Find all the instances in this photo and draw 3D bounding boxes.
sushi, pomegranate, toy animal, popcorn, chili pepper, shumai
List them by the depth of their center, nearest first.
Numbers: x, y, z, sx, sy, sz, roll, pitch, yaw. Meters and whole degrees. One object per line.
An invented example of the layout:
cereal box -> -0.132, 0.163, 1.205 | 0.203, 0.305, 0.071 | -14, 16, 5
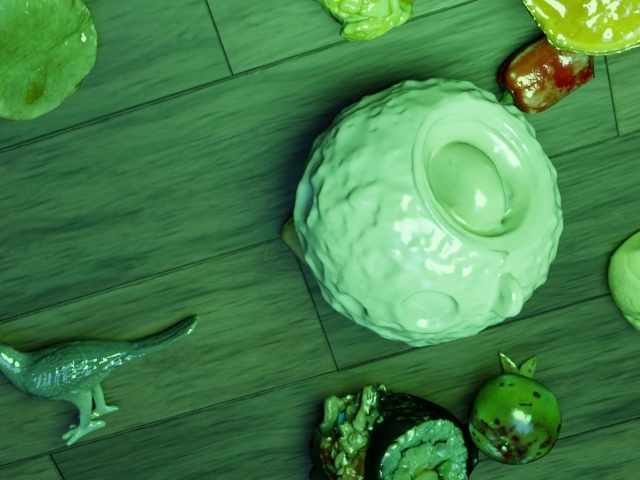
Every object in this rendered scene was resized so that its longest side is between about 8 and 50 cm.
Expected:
popcorn -> 0.054, -0.322, 1.054 | 0.162, 0.141, 0.135 | 10, 124, 37
shumai -> -0.393, -0.252, 1.082 | 0.120, 0.201, 0.201 | 37, 114, 27
chili pepper -> 0.281, -0.215, 1.139 | 0.192, 0.084, 0.086 | -30, 79, 8
pomegranate -> 0.291, 0.262, 1.301 | 0.148, 0.169, 0.148 | -1, 113, -2
toy animal -> -0.367, 0.212, 1.302 | 0.367, 0.081, 0.206 | -2, 116, -6
sushi -> 0.099, 0.336, 1.326 | 0.225, 0.219, 0.238 | 11, 87, -44

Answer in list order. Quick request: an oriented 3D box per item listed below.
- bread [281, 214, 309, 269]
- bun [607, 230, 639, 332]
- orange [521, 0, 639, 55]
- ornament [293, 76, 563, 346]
bread -> 0.000, 0.000, 1.235 | 0.082, 0.056, 0.115 | -33, 110, 35
bun -> 0.529, 0.074, 1.252 | 0.178, 0.128, 0.193 | -21, 115, 6
orange -> 0.361, -0.394, 0.974 | 0.274, 0.274, 0.310 | 17, 147, -9
ornament -> 0.128, -0.031, 1.085 | 0.337, 0.337, 0.337 | -1, 114, -2
